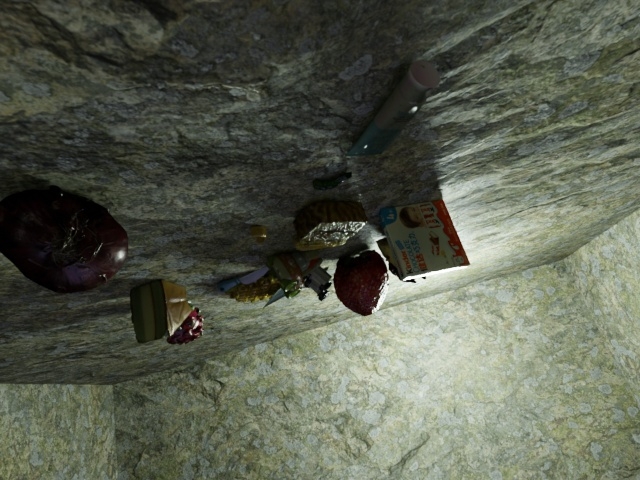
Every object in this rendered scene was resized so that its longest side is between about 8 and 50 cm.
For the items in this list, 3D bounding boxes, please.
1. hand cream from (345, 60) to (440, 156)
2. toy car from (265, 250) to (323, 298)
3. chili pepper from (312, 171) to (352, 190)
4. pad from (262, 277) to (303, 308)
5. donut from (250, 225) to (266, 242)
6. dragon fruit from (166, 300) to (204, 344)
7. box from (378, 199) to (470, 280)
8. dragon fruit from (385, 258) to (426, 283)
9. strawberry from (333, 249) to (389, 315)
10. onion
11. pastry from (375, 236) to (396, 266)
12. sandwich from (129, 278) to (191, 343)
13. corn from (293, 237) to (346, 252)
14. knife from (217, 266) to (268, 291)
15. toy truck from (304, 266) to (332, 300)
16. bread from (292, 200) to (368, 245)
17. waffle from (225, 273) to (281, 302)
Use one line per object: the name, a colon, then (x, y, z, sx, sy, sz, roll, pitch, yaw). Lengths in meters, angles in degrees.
hand cream: (0.159, -0.275, 0.934, 0.111, 0.070, 0.312, -10, 162, -20)
toy car: (-0.092, 0.111, 1.661, 0.235, 0.145, 0.235, -32, 159, -13)
chili pepper: (0.037, -0.167, 1.159, 0.118, 0.035, 0.055, -13, 176, 6)
pad: (-0.159, 0.239, 1.915, 0.243, 0.004, 0.164, -23, 159, -48)
donut: (-0.211, -0.017, 1.356, 0.067, 0.038, 0.083, -7, 156, -29)
dragon fruit: (-0.667, 0.377, 1.812, 0.272, 0.198, 0.218, -11, 167, -9)
box: (0.372, -0.008, 1.454, 0.265, 0.273, 0.048, -10, 158, -15)
dragon fruit: (0.386, 0.097, 1.794, 0.188, 0.182, 0.182, 21, 174, 27)
strawberry: (0.197, 0.199, 1.832, 0.238, 0.288, 0.250, -17, -179, -23)
onion: (-0.589, -0.003, 0.910, 0.221, 0.281, 0.281, -59, 159, -8)
pastry: (0.362, 0.037, 1.621, 0.256, 0.170, 0.236, -29, -170, -41)
sandwich: (-0.618, 0.294, 1.590, 0.155, 0.227, 0.198, -18, 158, 9)
corn: (0.000, 0.000, 1.503, 0.203, 0.072, 0.072, -11, 158, -11)
knife: (-0.330, 0.169, 1.732, 0.244, 0.032, 0.058, -19, 121, 4)
toy truck: (-0.003, 0.183, 1.881, 0.111, 0.136, 0.286, -45, 165, -21)
bread: (0.032, -0.060, 1.336, 0.222, 0.096, 0.181, -4, 156, -32)
waffle: (-0.280, 0.229, 1.892, 0.307, 0.060, 0.312, -18, 159, 13)
